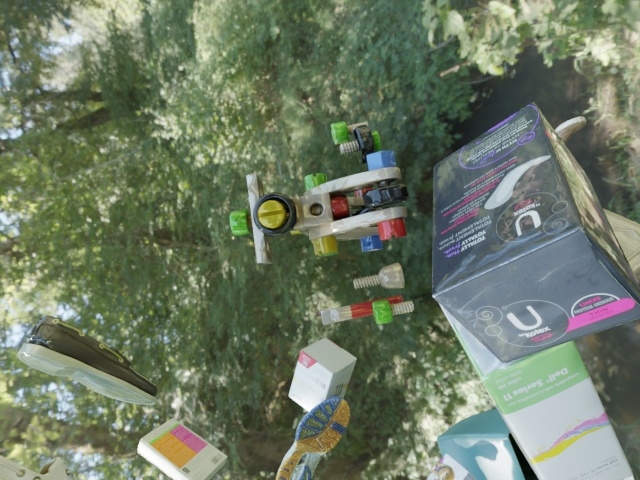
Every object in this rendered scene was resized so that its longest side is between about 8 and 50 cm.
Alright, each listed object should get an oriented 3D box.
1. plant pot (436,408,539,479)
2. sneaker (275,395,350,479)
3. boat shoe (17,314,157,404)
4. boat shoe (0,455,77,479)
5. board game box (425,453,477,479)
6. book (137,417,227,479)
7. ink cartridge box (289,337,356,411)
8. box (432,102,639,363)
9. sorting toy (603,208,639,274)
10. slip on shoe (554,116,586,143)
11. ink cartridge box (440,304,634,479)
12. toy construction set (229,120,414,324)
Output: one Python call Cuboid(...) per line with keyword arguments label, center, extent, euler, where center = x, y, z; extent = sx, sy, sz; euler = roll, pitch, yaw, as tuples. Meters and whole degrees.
Cuboid(label="plant pot", center=(0.404, 0.489, 1.075), extent=(0.234, 0.165, 0.165), euler=(-27, 80, 51))
Cuboid(label="sneaker", center=(-0.024, 0.540, 1.265), extent=(0.112, 0.296, 0.131), euler=(35, -178, 6))
Cuboid(label="boat shoe", center=(-0.346, 0.194, 0.732), extent=(0.228, 0.081, 0.069), euler=(43, -140, -35))
Cuboid(label="boat shoe", center=(-0.425, 0.388, 0.722), extent=(0.277, 0.098, 0.096), euler=(40, -139, -30))
Cuboid(label="board game box", center=(0.233, 0.603, 0.835), extent=(0.318, 0.319, 0.066), euler=(47, 168, -22))
Cuboid(label="book", center=(-0.267, 0.414, 0.907), extent=(0.096, 0.144, 0.035), euler=(-21, -45, -63))
Cuboid(label="ink cartridge box", center=(0.005, 0.413, 1.398), extent=(0.128, 0.127, 0.176), euler=(29, 115, 30))
Cuboid(label="box", center=(0.243, -0.018, 0.566), extent=(0.143, 0.165, 0.270), euler=(42, -143, -20))
Cuboid(label="sorting toy", center=(0.547, 0.027, 0.886), extent=(0.307, 0.229, 0.041), euler=(42, 161, 47))
Cuboid(label="slip on shoe", center=(0.542, -0.228, 1.059), extent=(0.135, 0.051, 0.041), euler=(-33, 60, 41))
Cuboid(label="ink cartridge box", center=(0.318, 0.228, 0.688), extent=(0.353, 0.119, 0.207), euler=(56, -170, -23))
Cuboid(label="toy construction set", center=(0.000, 0.000, 0.707), extent=(0.257, 0.237, 0.309), euler=(-108, 7, -70))
